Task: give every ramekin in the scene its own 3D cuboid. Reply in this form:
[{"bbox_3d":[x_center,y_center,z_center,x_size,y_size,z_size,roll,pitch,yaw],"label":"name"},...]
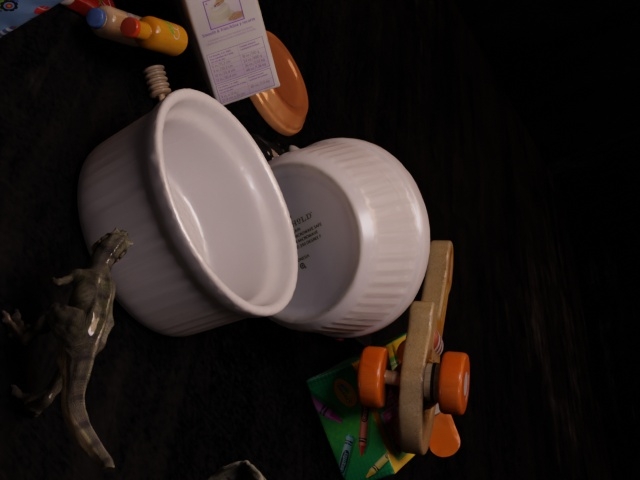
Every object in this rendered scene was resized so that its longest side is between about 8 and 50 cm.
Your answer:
[{"bbox_3d":[0.000,0.000,1.424,0.127,0.273,0.272,-6,74,-55],"label":"ramekin"},{"bbox_3d":[-0.154,-0.023,1.246,0.277,0.135,0.277,48,29,-38],"label":"ramekin"}]

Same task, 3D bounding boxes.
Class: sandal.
[{"bbox_3d":[0.022,0.125,1.632,0.179,0.040,0.067,42,32,-51],"label":"sandal"}]

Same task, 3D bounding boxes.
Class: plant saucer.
[{"bbox_3d":[-0.076,-0.271,1.793,0.200,0.037,0.200,49,27,-37],"label":"plant saucer"}]

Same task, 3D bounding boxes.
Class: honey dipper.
[{"bbox_3d":[-0.199,-0.151,1.414,0.030,0.030,0.160,0,73,-66],"label":"honey dipper"}]

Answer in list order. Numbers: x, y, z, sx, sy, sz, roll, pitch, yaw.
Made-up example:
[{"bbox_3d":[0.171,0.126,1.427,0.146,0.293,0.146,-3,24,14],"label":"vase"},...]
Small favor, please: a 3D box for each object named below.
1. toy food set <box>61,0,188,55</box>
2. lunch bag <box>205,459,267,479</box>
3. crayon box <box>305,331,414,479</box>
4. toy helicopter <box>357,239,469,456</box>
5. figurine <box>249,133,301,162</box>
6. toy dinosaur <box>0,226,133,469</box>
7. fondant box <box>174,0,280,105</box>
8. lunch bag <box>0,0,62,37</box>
[{"bbox_3d":[-0.261,-0.327,1.325,0.104,0.111,0.232,0,68,-66],"label":"toy food set"},{"bbox_3d":[-0.072,0.382,1.002,0.235,0.169,0.287,58,28,-20],"label":"lunch bag"},{"bbox_3d":[0.090,0.246,1.612,0.278,0.081,0.165,-12,79,-67],"label":"crayon box"},{"bbox_3d":[0.161,0.152,1.559,0.235,0.140,0.355,76,22,-45],"label":"toy helicopter"},{"bbox_3d":[-0.026,-0.059,1.647,0.215,0.092,0.209,7,59,-66],"label":"figurine"},{"bbox_3d":[-0.231,0.096,0.978,0.064,0.118,0.268,44,32,-43],"label":"toy dinosaur"},{"bbox_3d":[-0.158,-0.376,1.405,0.238,0.096,0.330,-117,-172,-50],"label":"fondant box"},{"bbox_3d":[-0.348,-0.319,0.974,0.293,0.221,0.138,24,48,-60],"label":"lunch bag"}]
